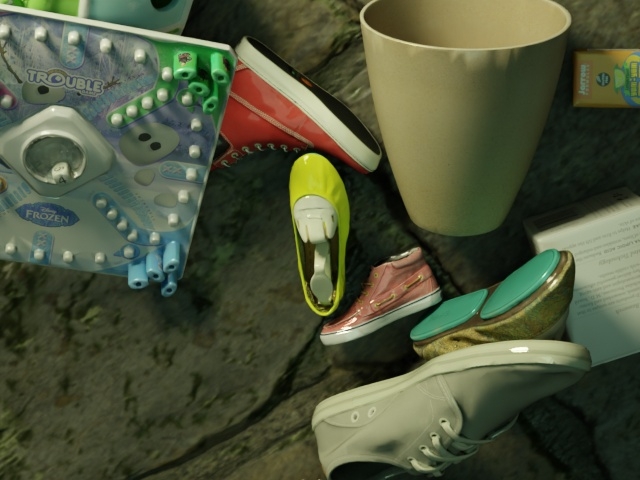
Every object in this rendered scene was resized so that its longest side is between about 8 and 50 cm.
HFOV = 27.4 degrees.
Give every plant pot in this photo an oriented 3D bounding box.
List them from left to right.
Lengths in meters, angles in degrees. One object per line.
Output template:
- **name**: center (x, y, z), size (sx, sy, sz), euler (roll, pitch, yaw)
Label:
- **plant pot**: center (0.176, -0.155, 1.659), size (0.256, 0.256, 0.274), euler (1, 118, 1)

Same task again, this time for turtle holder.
- **turtle holder**: center (-0.276, -0.310, 1.621), size (0.227, 0.243, 0.320), euler (13, 84, -16)

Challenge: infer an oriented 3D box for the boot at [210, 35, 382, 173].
- **boot**: center (-0.055, -0.129, 1.737), size (0.244, 0.088, 0.176), euler (37, 107, -5)

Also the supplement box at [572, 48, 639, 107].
- **supplement box**: center (0.442, -0.208, 1.690), size (0.233, 0.080, 0.078), euler (1, 101, 13)

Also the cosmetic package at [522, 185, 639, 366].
- **cosmetic package**: center (0.371, 0.046, 1.720), size (0.151, 0.151, 0.184), euler (-19, 101, 5)

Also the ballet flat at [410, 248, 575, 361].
- **ballet flat**: center (0.242, 0.103, 1.668), size (0.123, 0.348, 0.123), euler (9, 69, -24)

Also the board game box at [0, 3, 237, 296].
- **board game box**: center (-0.331, -0.102, 1.635), size (0.390, 0.050, 0.390), euler (9, 130, -12)

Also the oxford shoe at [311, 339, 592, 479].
- **oxford shoe**: center (0.162, 0.227, 1.667), size (0.169, 0.130, 0.449), euler (20, 147, -38)

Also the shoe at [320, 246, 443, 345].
- **shoe**: center (0.072, 0.075, 1.781), size (0.178, 0.063, 0.081), euler (-23, 98, 0)

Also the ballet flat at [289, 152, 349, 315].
- **ballet flat**: center (0.000, 0.000, 1.722), size (0.077, 0.077, 0.231), euler (0, 122, 7)
